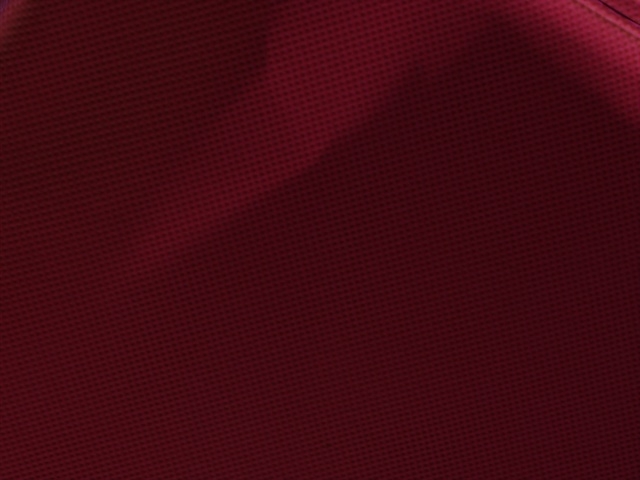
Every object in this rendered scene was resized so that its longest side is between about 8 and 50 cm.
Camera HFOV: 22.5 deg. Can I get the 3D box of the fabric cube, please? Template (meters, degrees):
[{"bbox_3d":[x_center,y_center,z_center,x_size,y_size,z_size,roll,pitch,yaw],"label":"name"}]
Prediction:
[{"bbox_3d":[0.000,0.000,0.509,0.254,0.259,0.258,29,-72,-15],"label":"fabric cube"}]
